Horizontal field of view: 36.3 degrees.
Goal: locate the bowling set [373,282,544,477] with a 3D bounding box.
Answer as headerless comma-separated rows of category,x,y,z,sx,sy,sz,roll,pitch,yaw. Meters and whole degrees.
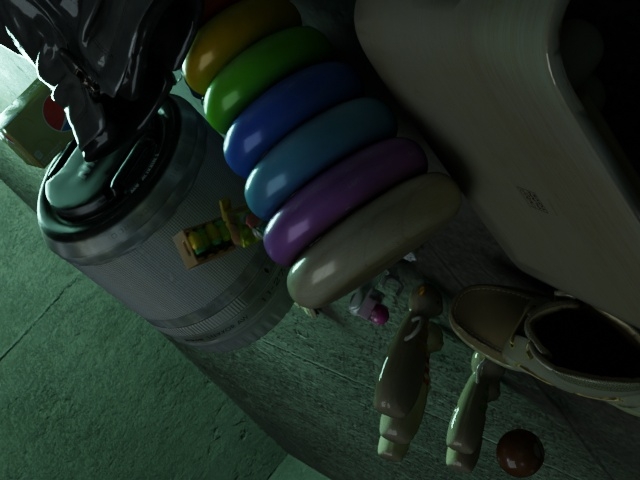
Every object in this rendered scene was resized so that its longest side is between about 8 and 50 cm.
bowling set,0.172,0.183,1.145,0.200,0.154,0.287,17,158,9

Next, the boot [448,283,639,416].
boot,0.187,0.077,0.813,0.213,0.077,0.165,24,176,28

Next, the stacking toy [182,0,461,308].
stacking toy,-0.045,-0.119,0.708,0.330,0.141,0.141,55,165,8

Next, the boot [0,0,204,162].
boot,-0.155,-0.223,0.629,0.223,0.118,0.338,44,145,13

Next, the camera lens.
camera lens,-0.167,-0.019,1.129,0.219,0.219,0.274,22,163,46

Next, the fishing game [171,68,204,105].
fishing game,-0.087,-0.139,0.991,0.264,0.041,0.189,34,162,24

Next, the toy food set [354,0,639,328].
toy food set,0.163,-0.057,0.611,0.306,0.092,0.220,50,172,-27

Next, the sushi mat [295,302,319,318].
sushi mat,-0.098,0.004,1.421,0.151,0.019,0.316,28,160,31

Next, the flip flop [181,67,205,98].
flip flop,-0.022,-0.116,0.836,0.277,0.080,0.112,45,128,26

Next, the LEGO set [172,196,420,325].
LEGO set,0.000,0.000,0.982,0.287,0.132,0.107,20,175,-44

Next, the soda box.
soda box,-0.270,-0.165,1.068,0.058,0.181,0.061,15,151,54
